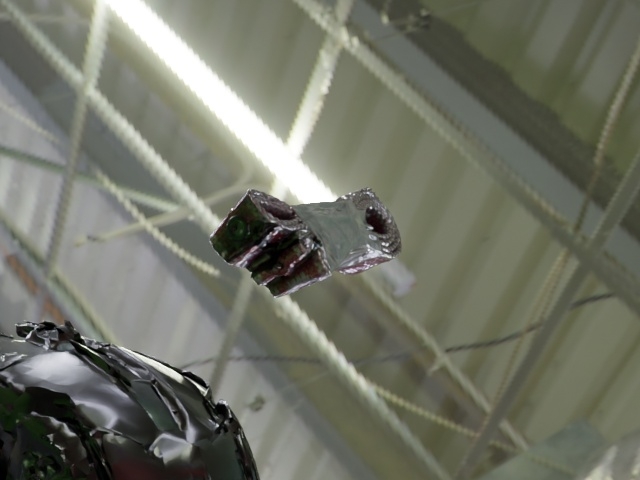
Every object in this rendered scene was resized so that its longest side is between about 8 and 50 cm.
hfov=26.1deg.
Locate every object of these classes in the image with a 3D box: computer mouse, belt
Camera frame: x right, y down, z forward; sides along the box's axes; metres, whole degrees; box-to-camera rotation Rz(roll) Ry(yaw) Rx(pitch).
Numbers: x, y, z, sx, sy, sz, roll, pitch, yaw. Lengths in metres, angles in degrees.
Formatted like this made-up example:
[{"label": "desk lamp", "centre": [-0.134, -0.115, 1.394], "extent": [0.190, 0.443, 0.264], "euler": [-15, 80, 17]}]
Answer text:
[{"label": "computer mouse", "centre": [-0.100, 0.094, 0.661], "extent": [0.242, 0.146, 0.077], "euler": [37, -71, 43]}, {"label": "belt", "centre": [0.000, 0.000, 0.998], "extent": [0.053, 0.232, 0.071], "euler": [-31, -100, 22]}]
